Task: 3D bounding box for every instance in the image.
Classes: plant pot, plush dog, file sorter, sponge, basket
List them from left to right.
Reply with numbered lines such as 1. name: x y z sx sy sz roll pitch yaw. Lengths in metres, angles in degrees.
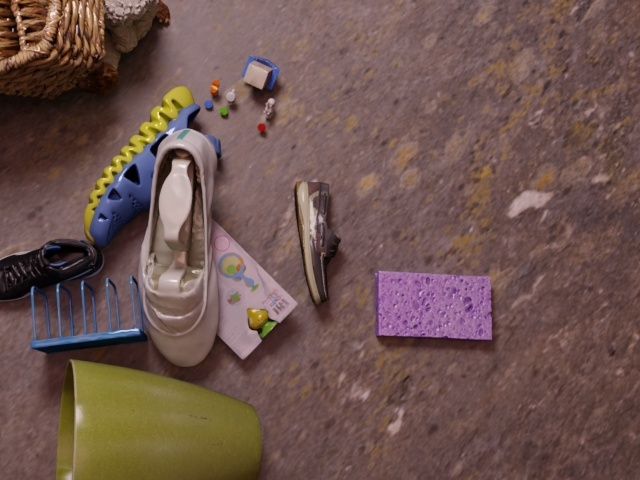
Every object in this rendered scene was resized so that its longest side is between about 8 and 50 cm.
1. basket: -0.484 -0.390 1.236 0.223 0.213 0.299 -4 77 -52
2. file sorter: -0.383 0.123 1.333 0.170 0.118 0.105 -6 79 -8
3. plush dog: -0.391 -0.371 1.405 0.262 0.210 0.225 39 93 29
4. plant pot: -0.250 0.327 1.260 0.293 0.275 0.275 4 80 -21
5. sponge: 0.203 0.118 1.447 0.210 0.031 0.117 3 80 -7

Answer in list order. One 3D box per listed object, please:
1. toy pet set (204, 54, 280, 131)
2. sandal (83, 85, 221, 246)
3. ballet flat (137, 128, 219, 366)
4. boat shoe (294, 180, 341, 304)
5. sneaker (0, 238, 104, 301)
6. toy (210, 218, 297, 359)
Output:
1. toy pet set: -0.132 -0.278 1.471 0.122 0.065 0.114 25 113 1
2. sandal: -0.283 -0.114 1.382 0.138 0.126 0.317 37 77 -5
3. ballet flat: -0.234 0.020 1.294 0.139 0.139 0.400 3 97 -6
4. boat shoe: 0.000 0.000 1.418 0.073 0.080 0.224 -8 77 -3
5. sneaker: -0.476 0.040 1.332 0.216 0.121 0.079 -16 81 -10
6. toy: -0.169 0.074 1.393 0.237 0.056 0.137 45 89 2
